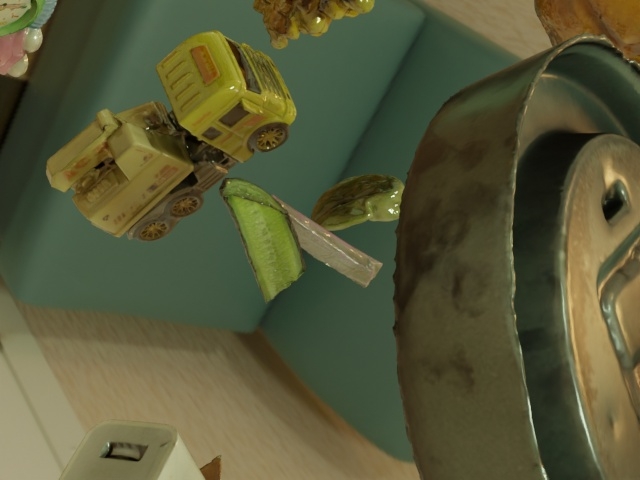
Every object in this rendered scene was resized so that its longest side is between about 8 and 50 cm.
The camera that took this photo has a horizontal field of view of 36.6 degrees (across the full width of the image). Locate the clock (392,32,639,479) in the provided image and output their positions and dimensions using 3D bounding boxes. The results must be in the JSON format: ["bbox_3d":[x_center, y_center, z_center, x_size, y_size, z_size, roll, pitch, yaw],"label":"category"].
[{"bbox_3d":[0.144,0.057,0.481,0.312,0.061,0.313,21,63,-48],"label":"clock"}]

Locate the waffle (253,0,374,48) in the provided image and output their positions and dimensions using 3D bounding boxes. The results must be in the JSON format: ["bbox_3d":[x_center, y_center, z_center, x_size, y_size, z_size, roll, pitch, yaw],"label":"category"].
[{"bbox_3d":[0.011,-0.358,1.032,0.058,0.281,0.301,12,87,-41],"label":"waffle"}]

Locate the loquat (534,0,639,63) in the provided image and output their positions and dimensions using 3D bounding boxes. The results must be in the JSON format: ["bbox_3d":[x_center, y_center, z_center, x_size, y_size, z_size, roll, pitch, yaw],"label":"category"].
[{"bbox_3d":[0.394,-0.309,1.141,0.276,0.276,0.284,38,72,-47],"label":"loquat"}]

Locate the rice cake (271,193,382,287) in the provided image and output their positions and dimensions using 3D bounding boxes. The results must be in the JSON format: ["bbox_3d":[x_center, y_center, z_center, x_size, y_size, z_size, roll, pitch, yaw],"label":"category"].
[{"bbox_3d":[0.000,0.001,1.735,0.269,0.049,0.055,32,133,-19],"label":"rice cake"}]

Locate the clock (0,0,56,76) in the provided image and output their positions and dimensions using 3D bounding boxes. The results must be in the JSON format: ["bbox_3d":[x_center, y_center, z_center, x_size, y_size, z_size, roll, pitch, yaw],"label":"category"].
[{"bbox_3d":[-0.401,-0.245,1.045,0.195,0.100,0.194,-22,162,-48],"label":"clock"}]

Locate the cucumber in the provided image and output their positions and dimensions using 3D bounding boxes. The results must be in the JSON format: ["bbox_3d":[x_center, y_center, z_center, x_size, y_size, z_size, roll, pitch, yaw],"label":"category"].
[{"bbox_3d":[-0.066,-0.009,1.210,0.070,0.046,0.220,-16,138,2],"label":"cucumber"}]

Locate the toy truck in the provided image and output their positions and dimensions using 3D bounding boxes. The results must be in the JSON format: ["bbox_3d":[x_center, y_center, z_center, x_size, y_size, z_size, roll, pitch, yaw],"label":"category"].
[{"bbox_3d":[-0.254,-0.170,1.613,0.405,0.181,0.254,-36,153,19],"label":"toy truck"}]

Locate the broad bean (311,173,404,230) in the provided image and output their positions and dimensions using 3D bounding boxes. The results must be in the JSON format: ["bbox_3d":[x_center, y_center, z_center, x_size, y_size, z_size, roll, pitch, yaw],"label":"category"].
[{"bbox_3d":[0.078,-0.080,2.025,0.206,0.153,0.072,-9,124,5],"label":"broad bean"}]

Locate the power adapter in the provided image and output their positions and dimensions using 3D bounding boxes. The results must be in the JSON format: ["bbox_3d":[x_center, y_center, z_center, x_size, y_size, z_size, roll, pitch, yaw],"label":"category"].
[{"bbox_3d":[-0.200,0.323,1.131,0.125,0.130,0.205,-65,146,-44],"label":"power adapter"}]

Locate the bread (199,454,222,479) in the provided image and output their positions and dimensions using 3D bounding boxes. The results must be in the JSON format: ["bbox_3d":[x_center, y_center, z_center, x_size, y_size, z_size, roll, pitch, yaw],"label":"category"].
[{"bbox_3d":[-0.166,0.354,1.356,0.109,0.062,0.043,-34,160,-27],"label":"bread"}]
